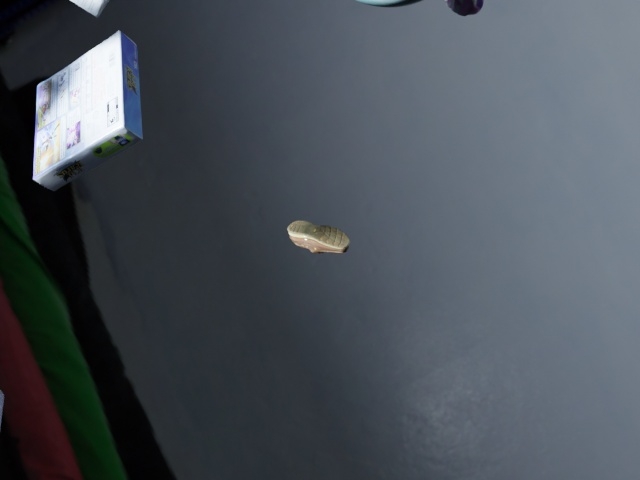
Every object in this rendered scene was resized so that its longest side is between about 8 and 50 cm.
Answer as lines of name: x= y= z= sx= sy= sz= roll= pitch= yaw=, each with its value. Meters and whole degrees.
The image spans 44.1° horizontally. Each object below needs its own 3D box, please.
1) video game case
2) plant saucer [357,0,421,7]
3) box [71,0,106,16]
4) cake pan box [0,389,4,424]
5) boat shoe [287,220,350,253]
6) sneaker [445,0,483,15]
video game case: x=-0.483 y=-0.268 z=1.636 sx=0.061 sy=0.244 sz=0.270 roll=39 pitch=-147 yaw=-50
plant saucer: x=0.094 y=-0.525 z=1.260 sx=0.318 sy=0.317 sz=0.044 roll=60 pitch=-144 yaw=-17
box: x=-0.497 y=-0.601 z=1.651 sx=0.181 sy=0.181 sz=0.119 roll=31 pitch=-120 yaw=-17
cake pan box: x=-0.684 y=0.294 z=1.455 sx=0.246 sy=0.070 sz=0.267 roll=-118 pitch=7 yaw=-53
boat shoe: x=-0.001 y=0.000 z=1.971 sx=0.177 sy=0.064 sz=0.060 roll=16 pitch=135 yaw=32
sneaker: x=0.284 y=-0.533 z=1.522 sx=0.095 sy=0.104 sz=0.237 roll=125 pitch=140 yaw=-54
